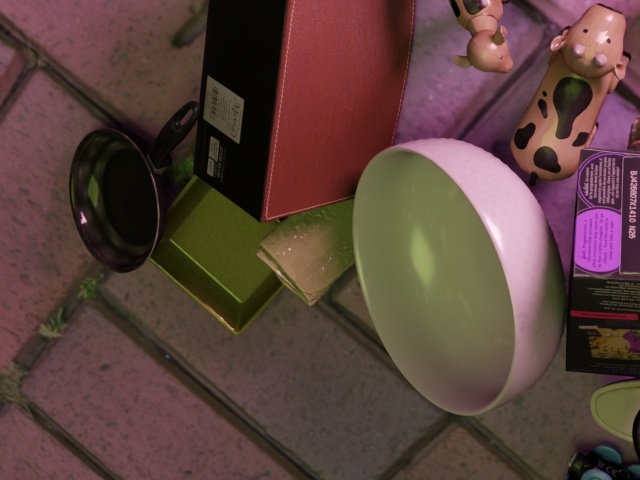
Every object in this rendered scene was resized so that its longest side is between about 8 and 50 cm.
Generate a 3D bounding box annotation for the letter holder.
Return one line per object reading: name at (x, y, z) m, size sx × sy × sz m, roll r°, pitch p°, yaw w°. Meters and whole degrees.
letter holder at (-0.017, -0.205, 1.834) m, size 0.152 × 0.214 × 0.302 m, roll 36°, pitch 129°, yaw 40°

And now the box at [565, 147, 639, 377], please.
box at (0.354, 0.032, 1.695) m, size 0.143 × 0.165 × 0.270 m, roll 4°, pitch 154°, yaw 9°

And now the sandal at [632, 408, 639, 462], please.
sandal at (0.573, 0.160, 1.753) m, size 0.446 × 0.107 × 0.167 m, roll -21°, pitch 84°, yaw 3°

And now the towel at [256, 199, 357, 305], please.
towel at (0.000, 0.000, 1.940) m, size 0.148 × 0.027 × 0.110 m, roll -44°, pitch 93°, yaw -4°

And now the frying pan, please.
frying pan at (-0.247, -0.104, 1.976) m, size 0.197 × 0.053 × 0.326 m, roll 46°, pitch 128°, yaw 29°

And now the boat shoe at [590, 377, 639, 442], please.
boat shoe at (0.467, 0.199, 1.863) m, size 0.254 × 0.079 × 0.095 m, roll -5°, pitch 111°, yaw 21°

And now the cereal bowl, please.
cereal bowl at (0.184, 0.034, 1.808) m, size 0.339 × 0.141 × 0.339 m, roll 38°, pitch 136°, yaw 49°

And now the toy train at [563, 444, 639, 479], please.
toy train at (0.397, 0.346, 1.962) m, size 0.184 × 0.080 × 0.105 m, roll 28°, pitch 127°, yaw 7°

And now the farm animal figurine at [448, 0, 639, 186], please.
farm animal figurine at (0.272, -0.206, 1.690) m, size 0.330 × 0.172 × 0.326 m, roll 10°, pitch 117°, yaw 17°

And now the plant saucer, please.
plant saucer at (-0.122, 0.004, 2.018) m, size 0.188 × 0.045 × 0.188 m, roll 41°, pitch 122°, yaw -2°
